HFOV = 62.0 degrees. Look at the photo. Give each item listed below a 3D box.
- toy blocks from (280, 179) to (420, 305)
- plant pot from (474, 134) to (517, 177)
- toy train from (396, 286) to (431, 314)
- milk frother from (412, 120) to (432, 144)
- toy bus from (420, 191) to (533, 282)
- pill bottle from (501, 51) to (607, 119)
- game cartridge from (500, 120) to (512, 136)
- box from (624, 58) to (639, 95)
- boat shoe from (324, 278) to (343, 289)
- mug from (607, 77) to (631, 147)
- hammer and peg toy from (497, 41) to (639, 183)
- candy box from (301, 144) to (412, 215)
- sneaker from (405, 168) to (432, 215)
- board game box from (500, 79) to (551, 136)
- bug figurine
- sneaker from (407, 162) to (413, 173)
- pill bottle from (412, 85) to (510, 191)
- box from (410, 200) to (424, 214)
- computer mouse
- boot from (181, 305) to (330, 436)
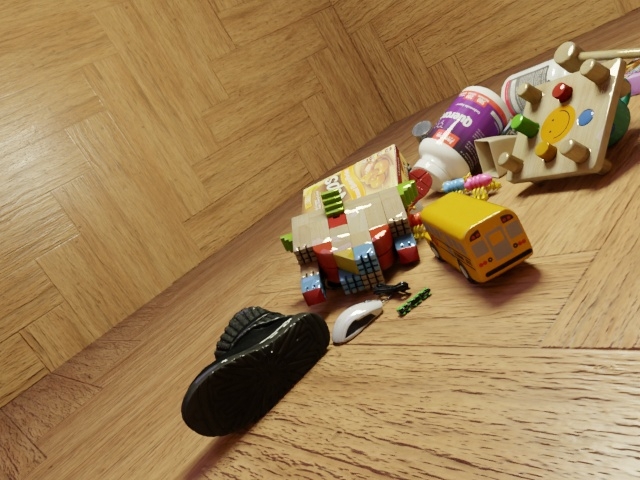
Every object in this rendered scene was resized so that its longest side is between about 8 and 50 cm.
[{"bbox_3d":[0.083,0.015,1.304,0.381,0.191,0.261,-17,37,7],"label":"toy blocks"},{"bbox_3d":[0.520,-0.252,1.532,0.096,0.109,0.109,-20,12,-2],"label":"plant pot"},{"bbox_3d":[0.185,0.120,1.059,0.083,0.017,0.023,-35,2,-15],"label":"toy train"},{"bbox_3d":[0.477,-0.422,2.196,0.143,0.135,0.129,-31,43,14],"label":"milk frother"},{"bbox_3d":[0.291,-0.013,1.064,0.108,0.130,0.333,-31,13,1],"label":"toy bus"},{"bbox_3d":[0.763,-0.502,1.741,0.176,0.176,0.318,-36,13,-19],"label":"pill bottle"},{"bbox_3d":[0.554,-0.333,1.872,0.198,0.062,0.297,-35,12,-35],"label":"game cartridge"},{"bbox_3d":[0.960,-0.484,1.483,0.201,0.057,0.293,-36,13,-17],"label":"box"},{"bbox_3d":[0.028,0.103,1.402,0.152,0.056,0.049,-17,14,48],"label":"boat shoe"},{"bbox_3d":[0.662,-0.283,1.243,0.157,0.097,0.130,-36,39,52],"label":"mug"},{"bbox_3d":[0.559,-0.310,1.199,0.266,0.127,0.361,2,73,67],"label":"hammer and peg toy"},{"bbox_3d":[0.096,-0.124,1.513,0.316,0.087,0.183,-24,40,25],"label":"candy box"},{"bbox_3d":[0.234,-0.109,1.555,0.221,0.087,0.128,-47,-4,-22],"label":"sneaker"},{"bbox_3d":[0.622,-0.368,1.642,0.243,0.042,0.165,-46,-9,-26],"label":"board game box"},{"bbox_3d":[0.353,-0.111,1.435,0.279,0.072,0.216,-39,15,-33],"label":"bug figurine"},{"bbox_3d":[0.251,-0.193,1.965,0.162,0.106,0.281,-30,1,29],"label":"sneaker"},{"bbox_3d":[0.435,-0.313,1.674,0.323,0.181,0.181,-51,16,-9],"label":"pill bottle"},{"bbox_3d":[0.160,-0.040,1.631,0.324,0.067,0.063,-32,13,0],"label":"box"},{"bbox_3d":[0.094,0.144,1.121,0.193,0.042,0.106,-37,15,-23],"label":"computer mouse"},{"bbox_3d":[-0.171,0.254,1.096,0.348,0.131,0.260,-27,15,-37],"label":"boot"}]
